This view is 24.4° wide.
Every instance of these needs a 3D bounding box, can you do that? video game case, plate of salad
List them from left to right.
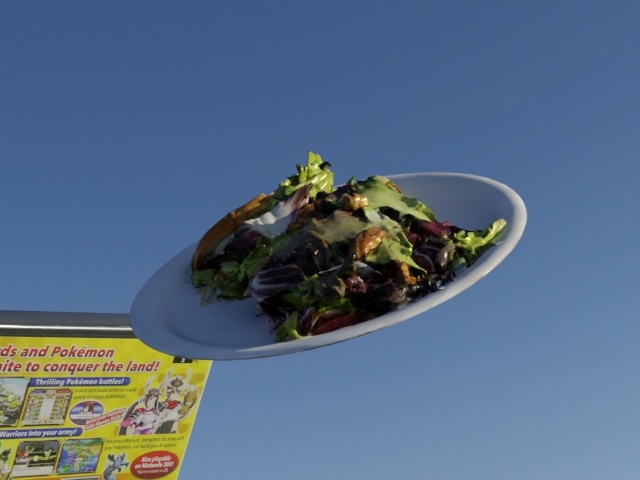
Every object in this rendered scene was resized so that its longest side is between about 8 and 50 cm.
[{"bbox_3d":[-0.218,0.175,1.156,0.275,0.248,0.035,5,17,-47],"label":"video game case"},{"bbox_3d":[0.000,0.000,0.719,0.200,0.048,0.200,-14,20,5],"label":"plate of salad"}]
